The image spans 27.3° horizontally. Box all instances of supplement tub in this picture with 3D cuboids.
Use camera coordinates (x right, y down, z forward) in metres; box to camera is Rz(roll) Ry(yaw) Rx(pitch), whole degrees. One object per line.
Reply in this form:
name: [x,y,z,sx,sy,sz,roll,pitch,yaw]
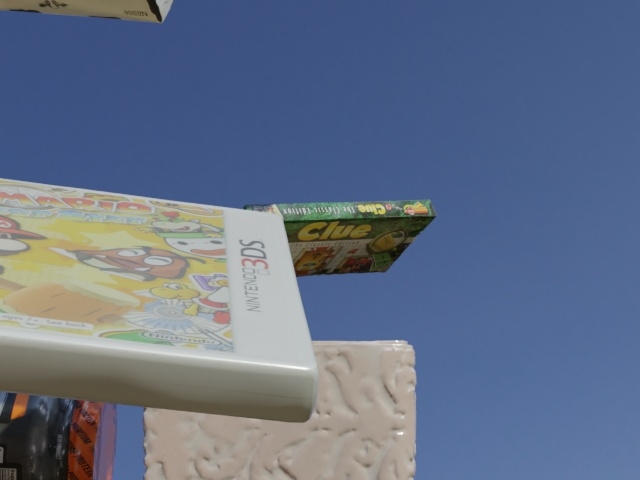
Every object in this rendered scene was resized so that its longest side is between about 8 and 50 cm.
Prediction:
supplement tub: [-0.445,0.262,1.711,0.338,0.207,0.207,4,-43,1]

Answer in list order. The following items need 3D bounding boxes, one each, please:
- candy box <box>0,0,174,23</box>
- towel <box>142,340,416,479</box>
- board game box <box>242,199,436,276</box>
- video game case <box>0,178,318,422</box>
candy box: [-0.209,-0.262,1.008,0.165,0.070,0.196,7,-33,22]
towel: [-0.047,0.281,1.516,0.317,0.331,0.053,0,-10,4]
board game box: [0.000,0.000,1.582,0.260,0.030,0.136,-3,-33,-31]
video game case: [-0.121,0.012,0.548,0.227,0.206,0.026,7,-74,-8]
